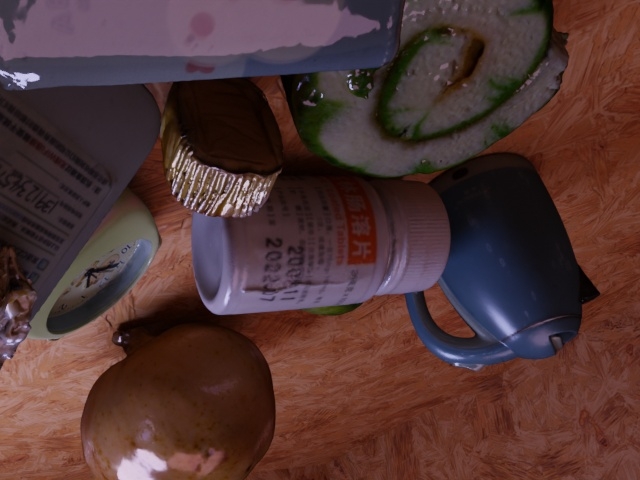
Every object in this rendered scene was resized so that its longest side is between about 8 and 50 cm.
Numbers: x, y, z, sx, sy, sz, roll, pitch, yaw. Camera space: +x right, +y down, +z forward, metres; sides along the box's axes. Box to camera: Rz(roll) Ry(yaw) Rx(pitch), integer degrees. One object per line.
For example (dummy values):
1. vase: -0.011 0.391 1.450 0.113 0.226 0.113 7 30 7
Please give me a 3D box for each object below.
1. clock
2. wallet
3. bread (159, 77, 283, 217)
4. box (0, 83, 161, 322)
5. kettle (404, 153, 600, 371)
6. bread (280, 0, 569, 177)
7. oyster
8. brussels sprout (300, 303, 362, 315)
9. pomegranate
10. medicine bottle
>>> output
1. clock: -0.342 0.039 0.891 0.235 0.096 0.308 -46 170 -15
2. wallet: -0.101 -0.251 0.492 0.361 0.083 0.252 -8 126 -16
3. bread: -0.121 -0.113 0.740 0.132 0.190 0.114 4 141 -24
4. box: -0.368 -0.073 0.551 0.396 0.111 0.396 -58 150 -12
5. kettle: 0.306 0.066 1.127 0.320 0.342 0.247 -26 151 16
6. bread: 0.138 -0.225 0.752 0.382 0.129 0.366 -9 149 -16
7. oyster: -0.322 0.090 0.588 0.045 0.121 0.146 29 135 1
8. brussels sprout: 0.019 0.077 1.195 0.162 0.143 0.181 -20 -179 -39
9. pomegranate: -0.290 0.340 1.264 0.412 0.411 0.411 -13 151 -8
10. medicine bottle: 0.000 0.000 0.980 0.372 0.211 0.211 -3 148 -25
